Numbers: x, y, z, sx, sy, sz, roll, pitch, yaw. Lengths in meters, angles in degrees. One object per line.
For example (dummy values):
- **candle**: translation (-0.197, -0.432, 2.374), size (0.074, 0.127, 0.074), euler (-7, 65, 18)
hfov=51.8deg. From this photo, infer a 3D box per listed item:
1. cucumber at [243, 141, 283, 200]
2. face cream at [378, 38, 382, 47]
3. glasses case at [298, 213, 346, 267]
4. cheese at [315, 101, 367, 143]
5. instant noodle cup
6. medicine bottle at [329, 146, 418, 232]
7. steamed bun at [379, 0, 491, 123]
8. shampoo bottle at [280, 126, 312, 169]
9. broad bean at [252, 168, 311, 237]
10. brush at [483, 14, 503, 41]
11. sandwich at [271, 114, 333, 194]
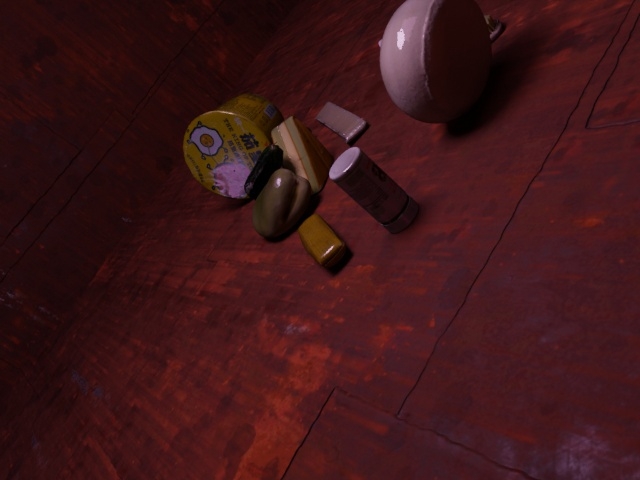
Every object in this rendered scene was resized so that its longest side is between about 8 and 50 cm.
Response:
- **cucumber**: translation (-0.157, -0.200, 1.896), size (0.265, 0.077, 0.077), euler (-48, 16, 54)
- **face cream**: translation (0.244, -0.660, 2.114), size (0.130, 0.034, 0.034), euler (-26, 33, 42)
- **glasses case**: translation (0.000, 0.000, 1.526), size (0.079, 0.064, 0.234), euler (-46, 23, 4)
- **cheese**: translation (0.057, -0.366, 2.010), size (0.085, 0.034, 0.400), euler (-48, 24, 7)
- **instant noodle cup**: translation (-0.267, -0.337, 2.227), size (0.325, 0.325, 0.254), euler (-34, 20, 33)
- **medicine bottle**: translation (0.109, -0.101, 1.336), size (0.086, 0.183, 0.086), euler (-39, 26, 24)
- **steamed bun**: translation (0.232, -0.393, 1.418), size (0.177, 0.283, 0.283), euler (6, 58, 43)
- **shampoo bottle**: translation (-0.095, -0.257, 2.058), size (0.079, 0.080, 0.246), euler (-14, 42, 52)
- **broad bean**: translation (-0.114, -0.098, 1.825), size (0.263, 0.121, 0.189), euler (147, 134, -66)
- **brush**: translation (0.312, -0.442, 1.637), size (0.313, 0.067, 0.072), euler (-42, 25, 22)
- **sandwich**: translation (-0.070, -0.228, 1.850), size (0.117, 0.187, 0.144), euler (-29, 25, 41)
